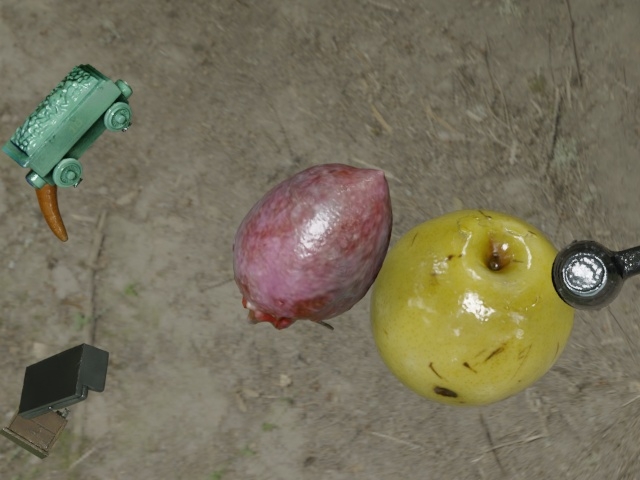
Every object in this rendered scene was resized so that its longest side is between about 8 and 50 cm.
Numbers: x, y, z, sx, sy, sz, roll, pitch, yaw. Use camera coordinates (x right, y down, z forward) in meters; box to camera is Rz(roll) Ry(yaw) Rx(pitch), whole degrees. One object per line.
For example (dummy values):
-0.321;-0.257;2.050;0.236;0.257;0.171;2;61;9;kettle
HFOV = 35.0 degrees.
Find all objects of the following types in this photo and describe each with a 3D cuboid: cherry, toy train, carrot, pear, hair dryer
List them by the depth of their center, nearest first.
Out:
0.343;0.012;1.018;0.219;0.195;0.075;-19;82;17;hair dryer
-0.303;-0.139;1.231;0.070;0.099;0.172;35;81;33;toy train
0.000;0.000;1.237;0.249;0.192;0.175;-49;47;32;cherry
-0.363;-0.065;1.354;0.035;0.035;0.142;-2;108;18;carrot
0.253;0.111;1.709;0.349;0.348;0.348;-3;81;18;pear

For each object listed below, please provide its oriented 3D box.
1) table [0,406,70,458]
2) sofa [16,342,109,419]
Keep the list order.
-0.462;0.297;1.651;0.083;0.070;0.082;34;64;-10;table
-0.372;0.213;1.479;0.147;0.060;0.085;-23;50;35;sofa
